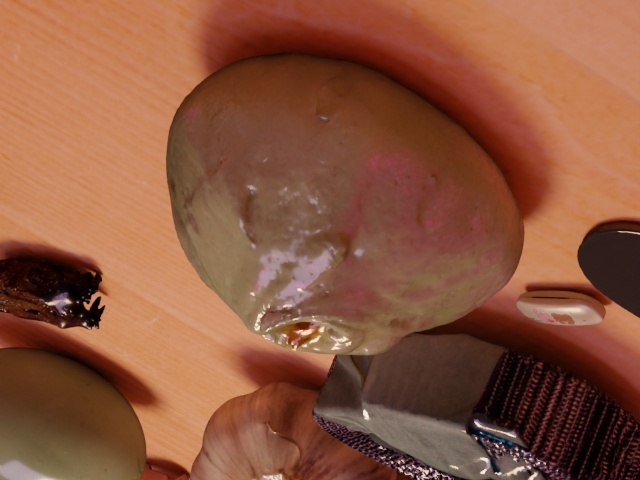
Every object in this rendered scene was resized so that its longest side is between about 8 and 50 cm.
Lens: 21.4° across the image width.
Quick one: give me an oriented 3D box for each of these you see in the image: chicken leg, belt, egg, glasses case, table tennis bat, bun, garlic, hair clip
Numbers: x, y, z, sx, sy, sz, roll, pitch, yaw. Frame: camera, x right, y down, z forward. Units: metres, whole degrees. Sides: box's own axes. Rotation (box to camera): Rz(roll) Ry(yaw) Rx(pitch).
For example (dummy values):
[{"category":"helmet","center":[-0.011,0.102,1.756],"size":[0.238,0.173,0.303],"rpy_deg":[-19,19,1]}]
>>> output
[{"category":"chicken leg","center":[-0.320,0.060,1.926],"size":[0.234,0.063,0.105],"rpy_deg":[5,145,45]},{"category":"belt","center":[0.144,0.171,1.591],"size":[0.325,0.122,0.260],"rpy_deg":[11,160,39]},{"category":"egg","center":[-0.356,0.246,2.174],"size":[0.283,0.203,0.203],"rpy_deg":[27,158,10]},{"category":"glasses case","center":[0.199,0.056,1.404],"size":[0.083,0.021,0.032],"rpy_deg":[0,147,48]},{"category":"table tennis bat","center":[0.309,0.058,1.293],"size":[0.246,0.022,0.138],"rpy_deg":[29,157,-1]},{"category":"bun","center":[0.000,0.000,1.291],"size":[0.293,0.187,0.293],"rpy_deg":[23,160,9]},{"category":"garlic","center":[-0.023,0.269,1.925],"size":[0.245,0.245,0.253],"rpy_deg":[24,-166,7]},{"category":"hair clip","center":[-0.239,0.385,2.477],"size":[0.138,0.123,0.102],"rpy_deg":[3,128,51]}]

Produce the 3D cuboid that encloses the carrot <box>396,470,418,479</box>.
[{"category":"carrot","center":[0.171,0.300,1.940],"size":[0.254,0.049,0.049],"rpy_deg":[23,157,-2]}]
